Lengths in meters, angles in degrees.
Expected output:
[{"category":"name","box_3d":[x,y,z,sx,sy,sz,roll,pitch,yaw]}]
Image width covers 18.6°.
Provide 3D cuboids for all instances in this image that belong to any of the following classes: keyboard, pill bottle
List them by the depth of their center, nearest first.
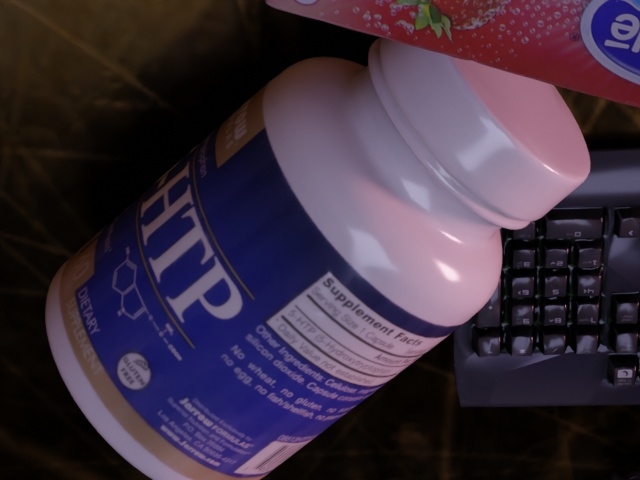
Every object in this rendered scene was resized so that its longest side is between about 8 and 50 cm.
[{"category":"pill bottle","box_3d":[0.000,0.000,0.707,0.112,0.112,0.186,39,116,-24]},{"category":"keyboard","box_3d":[0.212,0.048,0.790,0.317,0.033,0.201,-1,125,2]}]

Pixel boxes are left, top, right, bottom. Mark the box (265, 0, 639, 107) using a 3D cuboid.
[{"category":"box","box_3d":[0.119,-0.119,0.615,0.256,0.128,0.123,14,123,-10]}]
